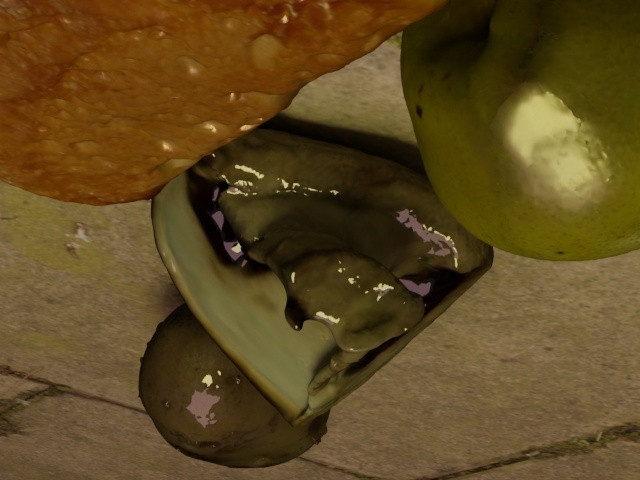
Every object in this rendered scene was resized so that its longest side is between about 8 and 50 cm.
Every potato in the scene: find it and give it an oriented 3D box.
[{"bbox_3d":[-0.086,0.137,1.523,0.165,0.165,0.262,-1,161,25],"label":"potato"}]

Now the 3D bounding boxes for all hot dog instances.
[{"bbox_3d":[-0.102,-0.161,0.757,0.223,0.185,0.405,20,155,-26],"label":"hot dog"}]

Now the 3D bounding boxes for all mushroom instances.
[{"bbox_3d":[-0.005,-0.005,1.195,0.217,0.212,0.292,54,172,8],"label":"mushroom"}]

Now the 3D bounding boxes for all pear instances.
[{"bbox_3d":[0.142,-0.081,0.848,0.198,0.198,0.198,9,158,4],"label":"pear"}]
